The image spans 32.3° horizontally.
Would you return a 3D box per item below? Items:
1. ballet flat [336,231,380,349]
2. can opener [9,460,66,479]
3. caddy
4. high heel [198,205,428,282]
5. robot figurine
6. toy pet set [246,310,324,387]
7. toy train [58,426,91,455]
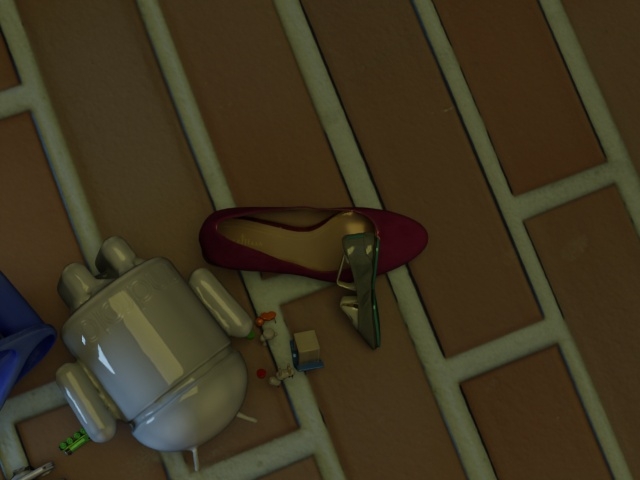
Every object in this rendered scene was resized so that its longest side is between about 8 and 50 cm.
[{"bbox_3d":[0.060,0.080,1.743,0.068,0.072,0.213,-1,121,3],"label":"ballet flat"},{"bbox_3d":[-0.507,0.415,1.621,0.283,0.076,0.095,-29,85,-12],"label":"can opener"},{"bbox_3d":[-0.521,0.197,1.546,0.341,0.241,0.179,-41,80,23],"label":"caddy"},{"bbox_3d":[0.000,0.000,1.724,0.377,0.181,0.127,-7,81,-11],"label":"high heel"},{"bbox_3d":[-0.246,0.167,1.644,0.300,0.200,0.353,-38,88,-20],"label":"robot figurine"},{"bbox_3d":[-0.059,0.177,1.753,0.114,0.065,0.122,-9,50,-10],"label":"toy pet set"},{"bbox_3d":[-0.362,0.299,1.696,0.083,0.017,0.023,-36,98,-14],"label":"toy train"}]
